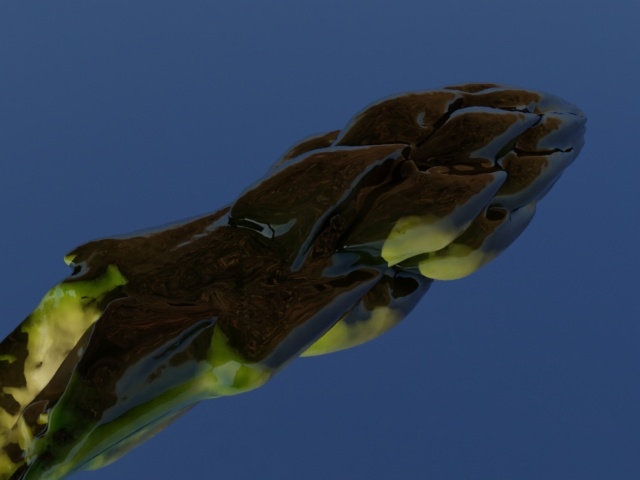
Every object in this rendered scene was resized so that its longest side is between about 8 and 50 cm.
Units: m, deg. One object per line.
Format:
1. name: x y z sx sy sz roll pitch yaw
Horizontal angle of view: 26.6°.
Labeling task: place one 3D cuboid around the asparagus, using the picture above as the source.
1. asparagus: 0.000 0.000 0.457 0.287 0.080 0.080 -25 -128 -35
